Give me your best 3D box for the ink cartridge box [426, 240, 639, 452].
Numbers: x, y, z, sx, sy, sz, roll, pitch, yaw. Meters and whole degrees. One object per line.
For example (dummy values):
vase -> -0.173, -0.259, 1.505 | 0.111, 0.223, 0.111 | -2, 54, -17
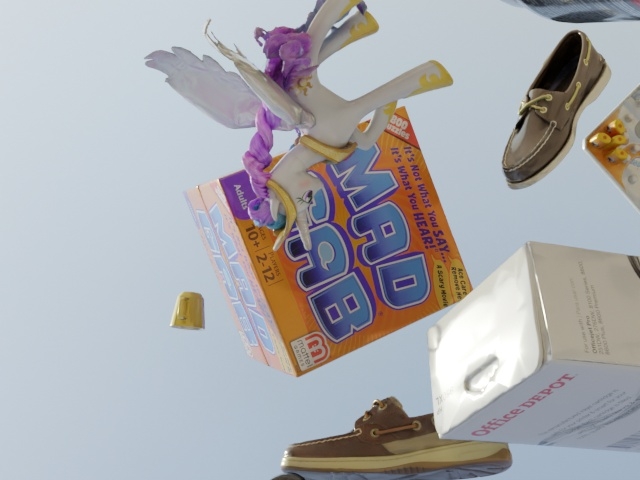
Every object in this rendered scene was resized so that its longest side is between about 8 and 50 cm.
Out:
ink cartridge box -> 0.377, 0.155, 1.278 | 0.394, 0.285, 0.166 | 8, -122, -20

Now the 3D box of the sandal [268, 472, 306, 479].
sandal -> -0.014, 0.443, 1.334 | 0.097, 0.054, 0.255 | -13, -97, 6

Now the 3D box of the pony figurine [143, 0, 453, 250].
pony figurine -> -0.035, -0.210, 1.393 | 0.351, 0.363, 0.303 | 47, 167, -20

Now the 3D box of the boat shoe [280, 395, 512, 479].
boat shoe -> 0.109, 0.295, 1.459 | 0.341, 0.123, 0.123 | -7, -117, 9

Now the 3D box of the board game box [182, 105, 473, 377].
board game box -> 0.000, 0.000, 1.794 | 0.356, 0.356, 0.356 | -23, -84, -16

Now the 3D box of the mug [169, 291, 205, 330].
mug -> -0.229, 0.123, 1.718 | 0.062, 0.078, 0.064 | 10, -102, -22

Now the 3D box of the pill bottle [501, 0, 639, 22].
pill bottle -> 0.309, -0.340, 1.044 | 0.210, 0.210, 0.363 | 12, -173, -18

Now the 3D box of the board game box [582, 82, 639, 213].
board game box -> 0.742, -0.159, 1.826 | 0.390, 0.050, 0.390 | -42, -90, -19

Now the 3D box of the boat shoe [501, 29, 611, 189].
boat shoe -> 0.387, -0.224, 1.653 | 0.324, 0.116, 0.097 | -53, -58, -25
